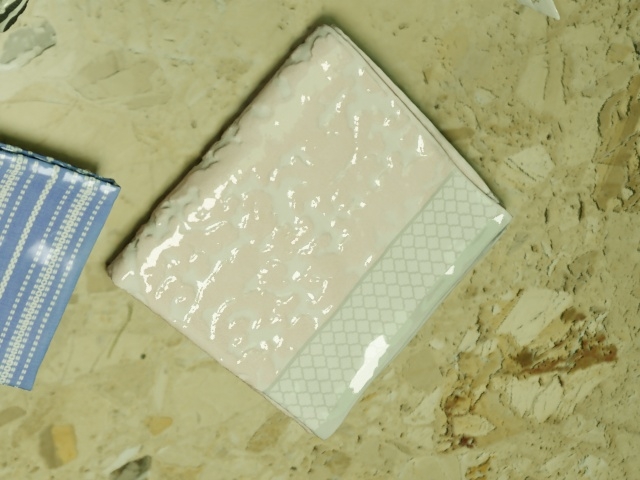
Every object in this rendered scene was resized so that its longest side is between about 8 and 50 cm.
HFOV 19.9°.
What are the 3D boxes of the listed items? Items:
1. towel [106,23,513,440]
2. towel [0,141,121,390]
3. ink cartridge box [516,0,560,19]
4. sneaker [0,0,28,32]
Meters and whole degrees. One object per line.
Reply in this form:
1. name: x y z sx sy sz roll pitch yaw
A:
1. towel: 0.000 0.000 1.846 0.332 0.053 0.317 -49 119 -2
2. towel: -0.376 0.004 1.676 0.336 0.040 0.243 17 109 -27
3. ink cartridge box: 0.203 -0.316 1.790 0.061 0.104 0.181 -32 118 -9
4. sneaker: -0.338 -0.189 1.638 0.170 0.068 0.071 -43 83 4
